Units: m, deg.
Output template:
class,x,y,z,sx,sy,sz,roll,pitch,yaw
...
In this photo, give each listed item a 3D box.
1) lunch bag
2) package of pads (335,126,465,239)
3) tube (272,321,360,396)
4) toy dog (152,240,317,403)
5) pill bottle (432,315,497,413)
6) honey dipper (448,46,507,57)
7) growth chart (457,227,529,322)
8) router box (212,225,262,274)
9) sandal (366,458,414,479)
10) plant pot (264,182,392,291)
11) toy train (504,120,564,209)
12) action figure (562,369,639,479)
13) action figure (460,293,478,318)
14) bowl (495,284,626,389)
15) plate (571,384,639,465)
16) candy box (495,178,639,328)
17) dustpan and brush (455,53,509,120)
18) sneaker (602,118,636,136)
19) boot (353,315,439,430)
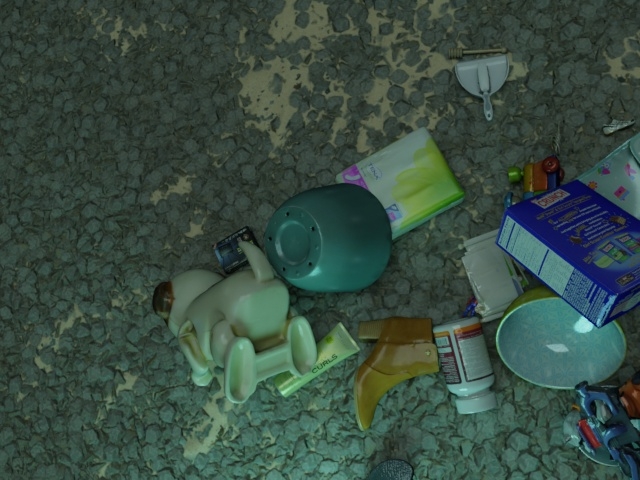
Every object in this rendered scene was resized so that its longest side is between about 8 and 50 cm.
class,x,y,z,sx,sy,sz,roll,pitch,yaw
lunch bag,0.790,-0.136,1.700,0.262,0.160,0.223,-39,71,26
package of pads,0.211,-0.145,1.908,0.296,0.101,0.229,-28,74,6
tube,-0.016,0.324,1.882,0.240,0.062,0.070,-35,116,-2
toy dog,-0.266,0.196,1.828,0.407,0.284,0.396,9,117,46
pill bottle,0.362,0.307,1.747,0.121,0.121,0.221,-14,85,11
honey dipper,0.442,-0.530,1.977,0.160,0.030,0.031,1,78,11
growth chart,0.454,0.088,1.820,0.171,0.021,0.237,-11,75,-3
router box,-0.237,0.028,2.014,0.122,0.038,0.092,-31,73,6
sandal,0.144,0.652,1.774,0.097,0.054,0.255,39,98,26
plant pot,0.000,0.000,1.801,0.292,0.235,0.293,4,96,36
toy train,0.556,-0.184,1.838,0.143,0.105,0.248,-3,76,27
action figure,0.725,0.419,1.626,0.330,0.178,0.341,-22,102,15
action figure,0.397,0.172,1.827,0.038,0.030,0.115,31,84,21
bowl,0.574,0.202,1.691,0.289,0.290,0.156,5,36,15
plate,0.697,0.444,1.690,0.188,0.024,0.188,-3,76,13
candy box,0.604,0.017,1.594,0.268,0.122,0.317,-20,49,-29
dustpan and brush,0.451,-0.418,1.930,0.147,0.060,0.211,-7,76,12
sneaker,0.778,-0.304,1.837,0.083,0.032,0.037,-20,74,8
boot,0.197,0.338,1.799,0.211,0.104,0.295,-1,73,14
